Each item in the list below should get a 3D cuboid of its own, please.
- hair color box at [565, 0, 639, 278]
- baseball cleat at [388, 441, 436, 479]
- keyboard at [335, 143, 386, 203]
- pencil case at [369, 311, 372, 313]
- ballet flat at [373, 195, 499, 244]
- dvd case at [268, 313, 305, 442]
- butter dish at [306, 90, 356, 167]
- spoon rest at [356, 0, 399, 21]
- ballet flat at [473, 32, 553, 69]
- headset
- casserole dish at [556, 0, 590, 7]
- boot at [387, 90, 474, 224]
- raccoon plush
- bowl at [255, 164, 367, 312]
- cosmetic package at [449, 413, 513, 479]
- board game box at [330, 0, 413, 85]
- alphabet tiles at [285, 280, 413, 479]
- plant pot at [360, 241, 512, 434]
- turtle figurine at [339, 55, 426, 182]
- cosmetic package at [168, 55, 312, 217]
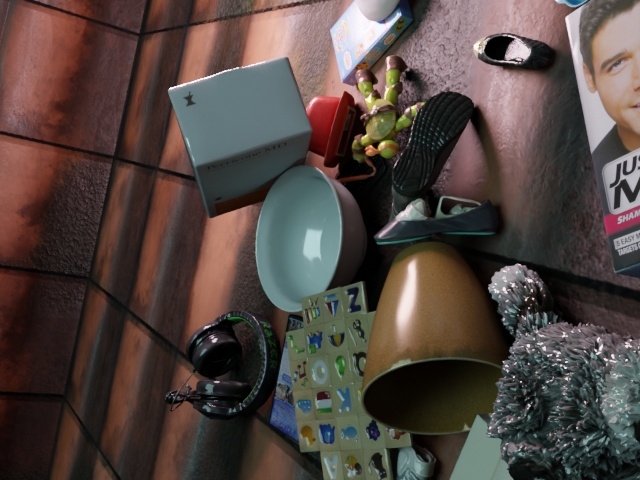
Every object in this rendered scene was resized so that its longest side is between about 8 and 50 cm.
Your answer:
[{"bbox_3d":[0.438,-0.155,0.944,0.185,0.114,0.374,-30,56,50],"label":"hair color box"},{"bbox_3d":[0.155,0.420,1.252,0.109,0.072,0.206,-53,41,35],"label":"baseball cleat"},{"bbox_3d":[0.062,-0.124,1.589,0.192,0.038,0.100,-50,43,37],"label":"keyboard"},{"bbox_3d":[0.060,0.170,1.458,0.206,0.088,0.086,6,95,59],"label":"pencil case"},{"bbox_3d":[0.186,-0.037,1.239,0.074,0.203,0.074,-5,-90,-86],"label":"ballet flat"},{"bbox_3d":[-0.040,0.296,1.637,0.180,0.022,0.253,10,90,58],"label":"dvd case"},{"bbox_3d":[0.000,-0.241,1.594,0.160,0.118,0.159,-21,-52,-78],"label":"butter dish"},{"bbox_3d":[0.093,-0.563,1.579,0.137,0.084,0.276,-54,52,33],"label":"spoon rest"},{"bbox_3d":[0.308,-0.315,1.250,0.173,0.049,0.057,30,105,56],"label":"ballet flat"},{"bbox_3d":[-0.232,0.327,1.860,0.394,0.185,0.243,-30,59,32],"label":"headset"},{"bbox_3d":[0.420,-0.425,1.122,0.188,0.037,0.114,-49,43,39],"label":"casserole dish"},{"bbox_3d":[0.182,-0.136,1.343,0.246,0.083,0.161,-57,-14,-24],"label":"boot"},{"bbox_3d":[0.328,0.112,0.900,0.299,0.216,0.446,-64,34,38],"label":"raccoon plush"},{"bbox_3d":[0.000,0.000,1.545,0.298,0.134,0.297,-9,78,53],"label":"bowl"},{"bbox_3d":[0.249,0.399,1.040,0.129,0.153,0.296,40,115,55],"label":"cosmetic package"},{"bbox_3d":[0.103,-0.457,1.618,0.211,0.039,0.160,-41,48,43],"label":"board game box"},{"bbox_3d":[0.042,0.256,1.356,0.285,0.011,0.342,-20,73,46],"label":"alphabet tiles"},{"bbox_3d":[0.177,0.134,1.186,0.237,0.237,0.254,-45,34,42],"label":"plant pot"},{"bbox_3d":[0.114,-0.237,1.480,0.269,0.087,0.217,-29,56,43],"label":"turtle figurine"},{"bbox_3d":[-0.160,-0.194,1.576,0.453,0.230,0.161,112,139,-79],"label":"cosmetic package"}]
